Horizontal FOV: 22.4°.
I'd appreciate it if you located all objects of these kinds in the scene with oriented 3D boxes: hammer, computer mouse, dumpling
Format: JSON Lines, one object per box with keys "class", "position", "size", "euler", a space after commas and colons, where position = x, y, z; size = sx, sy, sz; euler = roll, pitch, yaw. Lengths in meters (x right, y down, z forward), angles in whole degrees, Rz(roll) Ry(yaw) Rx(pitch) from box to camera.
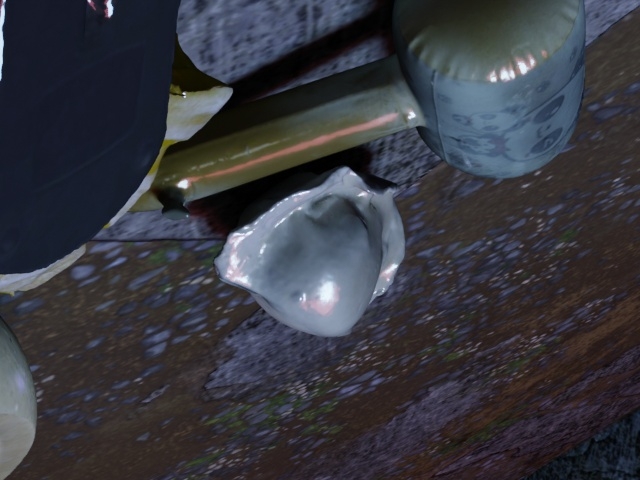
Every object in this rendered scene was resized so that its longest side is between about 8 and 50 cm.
{"class": "hammer", "position": [0.009, -0.077, 0.965], "size": [0.305, 0.113, 0.202], "euler": [-19, 159, 3]}
{"class": "computer mouse", "position": [-0.114, -0.115, 0.616], "size": [0.137, 0.086, 0.269], "euler": [-39, 147, -49]}
{"class": "dumpling", "position": [0.000, 0.000, 1.143], "size": [0.127, 0.108, 0.188], "euler": [-55, 142, 4]}

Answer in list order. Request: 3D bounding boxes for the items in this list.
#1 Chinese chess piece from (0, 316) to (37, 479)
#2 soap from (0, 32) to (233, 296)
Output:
{"class": "Chinese chess piece", "position": [-0.316, 0.129, 1.049], "size": [0.273, 0.102, 0.273], "euler": [-23, 161, -8]}
{"class": "soap", "position": [-0.218, -0.045, 0.740], "size": [0.315, 0.091, 0.199], "euler": [-7, 154, -46]}
